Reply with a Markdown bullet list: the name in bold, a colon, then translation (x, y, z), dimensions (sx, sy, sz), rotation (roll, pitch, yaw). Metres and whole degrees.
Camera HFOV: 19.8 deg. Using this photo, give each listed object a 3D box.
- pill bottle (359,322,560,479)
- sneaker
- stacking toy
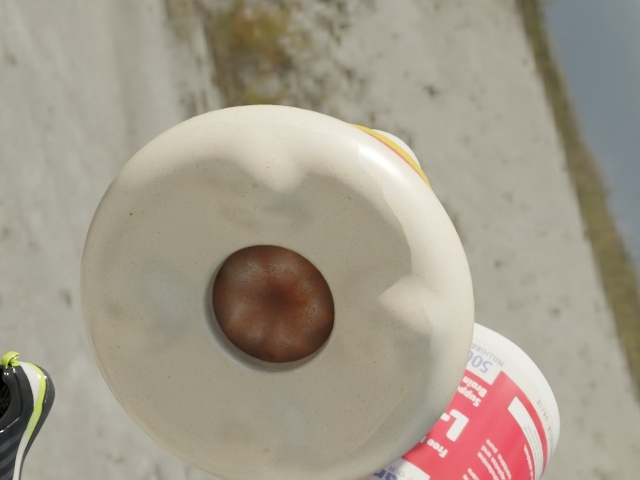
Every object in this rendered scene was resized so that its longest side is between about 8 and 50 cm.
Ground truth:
- **pill bottle**: translation (0.069, 0.277, 1.855), dimensions (0.408, 0.229, 0.229), rotation (-50, 145, -45)
- **sneaker**: translation (-0.396, 0.241, 2.144), dimensions (0.097, 0.084, 0.235), rotation (24, 85, -54)
- **stacking toy**: translation (0.000, 0.000, 1.764), dimensions (0.480, 0.350, 0.351), rotation (-53, 137, -69)
